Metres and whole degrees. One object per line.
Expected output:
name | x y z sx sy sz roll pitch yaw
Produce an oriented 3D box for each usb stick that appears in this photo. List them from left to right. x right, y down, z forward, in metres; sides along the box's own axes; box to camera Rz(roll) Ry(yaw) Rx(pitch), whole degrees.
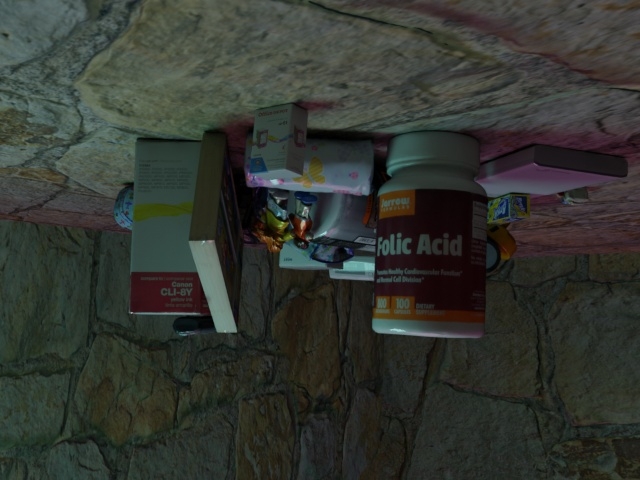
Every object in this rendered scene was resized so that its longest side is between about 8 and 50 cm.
usb stick | -0.279 0.204 1.611 0.077 0.045 0.278 -1 173 8

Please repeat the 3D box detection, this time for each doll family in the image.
doll family | -0.110 -0.070 1.464 0.119 0.163 0.263 -12 -138 -24

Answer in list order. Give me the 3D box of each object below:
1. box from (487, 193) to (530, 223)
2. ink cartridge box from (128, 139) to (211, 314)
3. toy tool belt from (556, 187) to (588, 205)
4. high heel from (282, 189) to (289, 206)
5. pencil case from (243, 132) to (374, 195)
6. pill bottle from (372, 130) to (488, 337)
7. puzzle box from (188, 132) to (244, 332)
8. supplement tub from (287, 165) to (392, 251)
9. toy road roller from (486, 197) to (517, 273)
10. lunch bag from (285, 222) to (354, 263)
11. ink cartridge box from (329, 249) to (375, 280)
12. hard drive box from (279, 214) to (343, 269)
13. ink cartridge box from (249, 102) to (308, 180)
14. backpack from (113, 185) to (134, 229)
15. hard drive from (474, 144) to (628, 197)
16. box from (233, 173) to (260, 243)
box | 0.468 -0.077 1.684 0.054 0.059 0.169 2 175 -9
ink cartridge box | -0.327 -0.018 1.556 0.161 0.384 0.279 0 174 1
toy tool belt | 0.647 -0.113 1.725 0.083 0.052 0.051 4 165 0
high heel | 0.023 -0.141 1.775 0.377 0.127 0.181 -2 -144 -46
pencil case | -0.022 -0.158 1.359 0.273 0.113 0.124 3 -149 -1
pill bottle | 0.221 -0.006 1.338 0.224 0.391 0.224 3 173 0
puzzle box | -0.219 -0.002 1.467 0.052 0.272 0.408 1 148 0
supplement tub | 0.107 -0.078 1.587 0.338 0.207 0.207 8 172 -40
toy road roller | 0.404 -0.064 1.860 0.330 0.240 0.202 40 174 2
lunch bag | 0.000 0.000 1.705 0.129 0.096 0.151 34 -170 40
ink cartridge box | 0.226 0.011 2.115 0.308 0.091 0.385 2 -157 20
hard drive box | -0.024 -0.031 1.976 0.181 0.232 0.089 -1 173 37
ink cartridge box | -0.074 -0.175 1.183 0.089 0.122 0.052 -2 168 36
backpack | -0.527 -0.100 2.009 0.173 0.158 0.117 18 161 -20
hard drive | 0.479 -0.146 1.522 0.233 0.047 0.353 5 173 -17
box | -0.220 -0.085 1.768 0.148 0.180 0.077 0 146 20
